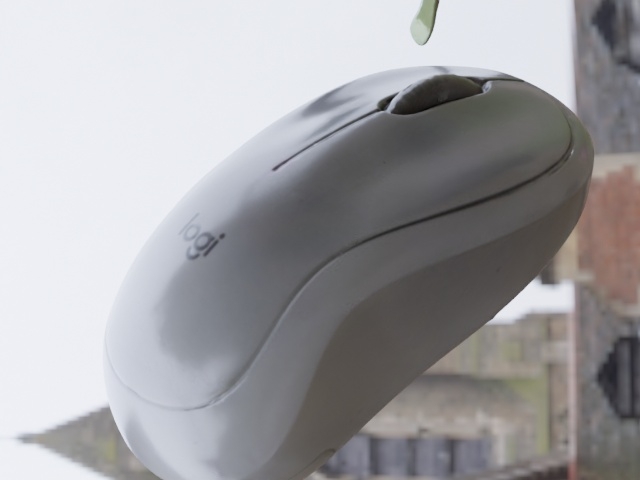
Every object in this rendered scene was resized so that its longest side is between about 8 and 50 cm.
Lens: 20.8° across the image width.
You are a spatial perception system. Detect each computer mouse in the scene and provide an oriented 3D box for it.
[{"bbox_3d":[0.000,0.000,0.923,0.297,0.184,0.121,-42,-55,-3],"label":"computer mouse"}]

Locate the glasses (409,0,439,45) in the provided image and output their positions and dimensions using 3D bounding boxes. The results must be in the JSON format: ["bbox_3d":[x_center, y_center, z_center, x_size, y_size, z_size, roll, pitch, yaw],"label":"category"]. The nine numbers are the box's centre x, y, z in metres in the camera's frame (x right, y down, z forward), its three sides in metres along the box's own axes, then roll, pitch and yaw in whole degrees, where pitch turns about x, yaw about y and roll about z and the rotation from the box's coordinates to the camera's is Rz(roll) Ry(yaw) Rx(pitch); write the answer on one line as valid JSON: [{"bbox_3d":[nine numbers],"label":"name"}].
[{"bbox_3d":[0.098,-0.241,1.259,0.239,0.207,0.102,49,-162,-49],"label":"glasses"}]
